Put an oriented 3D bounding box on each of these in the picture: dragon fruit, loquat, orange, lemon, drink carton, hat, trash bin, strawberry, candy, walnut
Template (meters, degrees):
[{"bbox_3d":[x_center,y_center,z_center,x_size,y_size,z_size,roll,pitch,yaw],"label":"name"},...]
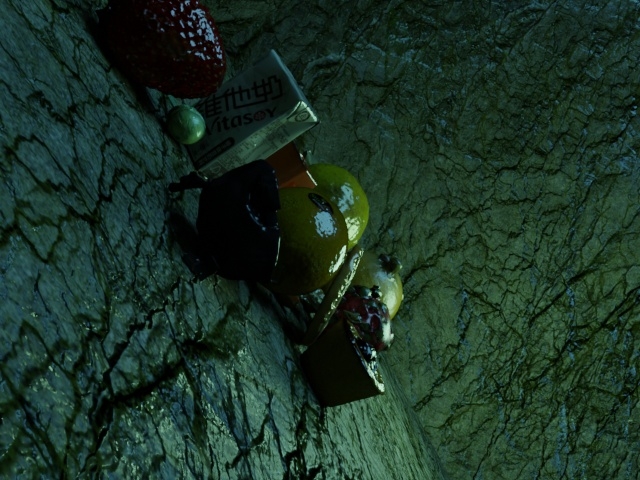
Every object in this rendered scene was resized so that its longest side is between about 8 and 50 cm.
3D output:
[{"bbox_3d":[0.100,0.250,1.994,0.302,0.231,0.237,-50,119,-78],"label":"dragon fruit"},{"bbox_3d":[0.178,0.178,2.544,0.328,0.359,0.328,36,32,-26],"label":"loquat"},{"bbox_3d":[-0.064,0.002,1.582,0.274,0.274,0.274,60,5,-9],"label":"orange"},{"bbox_3d":[0.004,-0.100,2.324,0.349,0.350,0.387,60,-7,-5],"label":"lemon"},{"bbox_3d":[-0.195,-0.308,1.693,0.194,0.325,0.132,61,9,25],"label":"drink carton"},{"bbox_3d":[-0.185,-0.016,1.294,0.336,0.209,0.238,103,-19,-72],"label":"hat"},{"bbox_3d":[-0.148,-0.172,1.848,0.184,0.239,0.161,62,5,29],"label":"trash bin"},{"bbox_3d":[-0.332,-0.441,1.462,0.288,0.238,0.250,37,14,6],"label":"strawberry"},{"bbox_3d":[-0.365,-0.336,1.657,0.335,0.093,0.092,54,-45,50],"label":"candy"},{"bbox_3d":[-0.016,0.191,2.075,0.079,0.082,0.096,28,-18,27],"label":"walnut"}]

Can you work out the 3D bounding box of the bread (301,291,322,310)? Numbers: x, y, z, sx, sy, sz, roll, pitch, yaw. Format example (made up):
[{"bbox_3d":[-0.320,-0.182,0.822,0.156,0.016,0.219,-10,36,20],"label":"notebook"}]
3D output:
[{"bbox_3d":[-0.078,0.107,1.878,0.251,0.039,0.182,47,0,-19],"label":"bread"}]

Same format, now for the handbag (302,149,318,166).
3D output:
[{"bbox_3d":[-0.082,-0.214,2.684,0.253,0.109,0.315,-36,140,-81],"label":"handbag"}]

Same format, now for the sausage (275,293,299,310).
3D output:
[{"bbox_3d":[-0.149,0.040,1.720,0.347,0.053,0.053,60,5,-11],"label":"sausage"}]

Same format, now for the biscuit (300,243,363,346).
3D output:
[{"bbox_3d":[0.022,0.167,1.686,0.040,0.308,0.204,29,35,4],"label":"biscuit"}]

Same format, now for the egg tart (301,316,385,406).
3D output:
[{"bbox_3d":[0.060,0.311,1.622,0.215,0.171,0.215,59,4,-8],"label":"egg tart"}]
